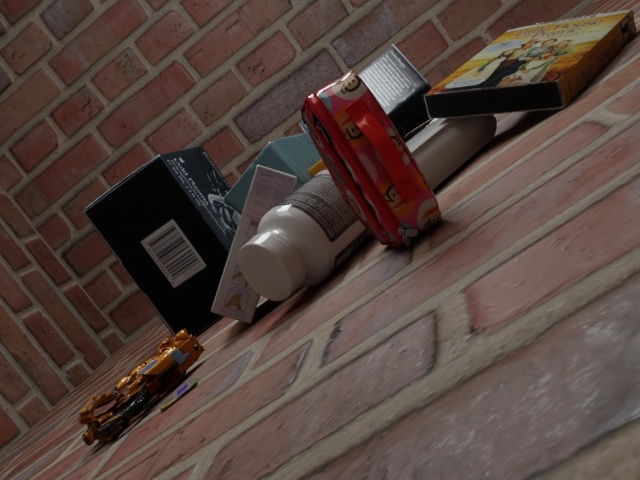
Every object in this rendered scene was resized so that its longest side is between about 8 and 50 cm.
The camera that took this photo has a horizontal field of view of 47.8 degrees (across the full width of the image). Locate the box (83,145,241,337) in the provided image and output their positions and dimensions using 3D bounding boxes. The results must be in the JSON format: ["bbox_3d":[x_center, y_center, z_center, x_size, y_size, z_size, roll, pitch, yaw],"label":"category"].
[{"bbox_3d":[-0.399,-0.011,2.234,0.297,0.480,0.472,-34,6,9],"label":"box"}]

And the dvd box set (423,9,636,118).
[{"bbox_3d":[0.458,-0.382,1.557,0.307,0.062,0.420,4,34,42],"label":"dvd box set"}]

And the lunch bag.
[{"bbox_3d":[0.085,-0.131,1.191,0.120,0.293,0.258,-33,5,-4],"label":"lunch bag"}]

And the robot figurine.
[{"bbox_3d":[-0.384,0.310,1.508,0.291,0.085,0.211,-41,6,-35],"label":"robot figurine"}]

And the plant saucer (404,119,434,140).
[{"bbox_3d":[0.401,-0.364,2.182,0.310,0.050,0.310,-28,-1,-1],"label":"plant saucer"}]

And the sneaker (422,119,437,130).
[{"bbox_3d":[0.276,-0.214,1.845,0.279,0.107,0.118,-37,23,32],"label":"sneaker"}]

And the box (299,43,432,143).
[{"bbox_3d":[0.185,-0.381,2.352,0.395,0.212,0.293,-38,-29,9],"label":"box"}]

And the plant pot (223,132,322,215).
[{"bbox_3d":[-0.082,-0.135,2.146,0.247,0.252,0.248,-46,-8,27],"label":"plant pot"}]

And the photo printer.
[{"bbox_3d":[0.237,-0.183,1.617,0.307,0.107,0.256,-39,6,-23],"label":"photo printer"}]

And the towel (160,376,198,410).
[{"bbox_3d":[-0.265,0.287,1.350,0.083,0.009,0.060,-38,5,-6],"label":"towel"}]

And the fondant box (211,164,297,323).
[{"bbox_3d":[-0.145,0.003,1.630,0.238,0.096,0.330,-132,58,-86],"label":"fondant box"}]

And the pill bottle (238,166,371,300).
[{"bbox_3d":[-0.014,-0.018,1.450,0.318,0.176,0.176,-41,7,-41],"label":"pill bottle"}]

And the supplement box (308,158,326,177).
[{"bbox_3d":[0.096,-0.187,2.101,0.129,0.191,0.194,-33,6,28],"label":"supplement box"}]
